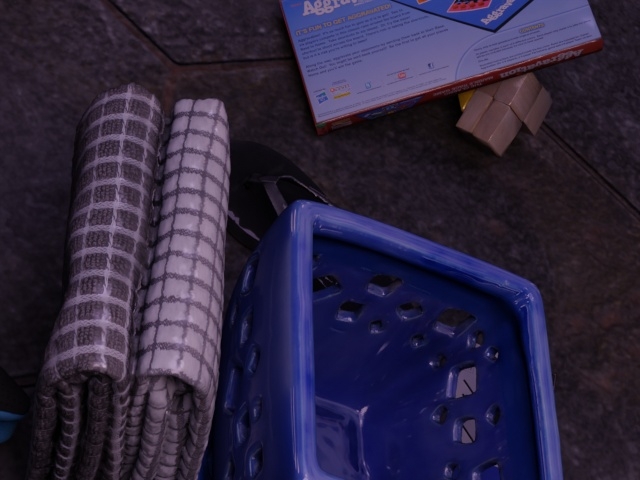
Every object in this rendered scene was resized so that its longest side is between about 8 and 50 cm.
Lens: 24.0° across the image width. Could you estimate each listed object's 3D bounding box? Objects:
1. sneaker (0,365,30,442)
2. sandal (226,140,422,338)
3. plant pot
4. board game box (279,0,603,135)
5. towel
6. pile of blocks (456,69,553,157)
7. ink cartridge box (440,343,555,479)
[{"bbox_3d":[-0.324,0.184,1.009,0.139,0.125,0.341,36,53,-6],"label":"sneaker"},{"bbox_3d":[0.001,0.000,1.330,0.254,0.054,0.097,45,51,7],"label":"sandal"},{"bbox_3d":[0.025,0.142,1.134,0.236,0.212,0.236,18,53,-27],"label":"plant pot"},{"bbox_3d":[0.113,-0.206,1.443,0.281,0.027,0.145,-16,68,2],"label":"board game box"},{"bbox_3d":[-0.141,0.060,1.083,0.121,0.284,0.235,7,55,-9],"label":"towel"},{"bbox_3d":[0.149,-0.239,1.545,0.112,0.148,0.362,39,43,-59],"label":"pile of blocks"},{"bbox_3d":[0.139,0.192,1.279,0.097,0.046,0.207,21,53,-11],"label":"ink cartridge box"}]
